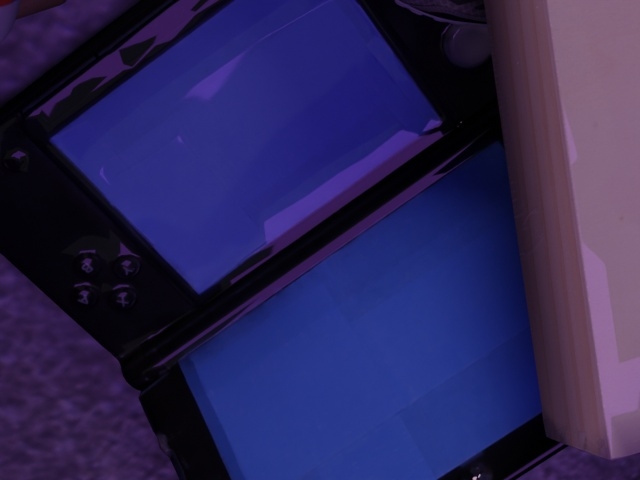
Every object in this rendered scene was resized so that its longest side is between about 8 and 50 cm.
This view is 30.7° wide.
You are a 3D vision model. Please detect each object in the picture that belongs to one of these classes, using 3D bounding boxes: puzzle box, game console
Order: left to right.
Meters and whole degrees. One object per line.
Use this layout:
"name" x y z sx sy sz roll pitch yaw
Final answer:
"game console" 0.000 0.000 0.570 0.293 0.173 0.250 -35 122 9
"puzzle box" 0.269 -0.081 0.540 0.409 0.052 0.272 -11 96 -21

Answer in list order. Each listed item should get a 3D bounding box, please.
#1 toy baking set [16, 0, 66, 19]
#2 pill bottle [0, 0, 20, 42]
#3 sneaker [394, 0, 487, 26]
"toy baking set" -0.164 -0.183 0.504 0.256 0.030 0.196 -15 123 -4
"pill bottle" -0.167 -0.141 0.441 0.124 0.124 0.221 10 116 -19
"sneaker" 0.027 -0.146 0.500 0.170 0.075 0.063 32 97 2
